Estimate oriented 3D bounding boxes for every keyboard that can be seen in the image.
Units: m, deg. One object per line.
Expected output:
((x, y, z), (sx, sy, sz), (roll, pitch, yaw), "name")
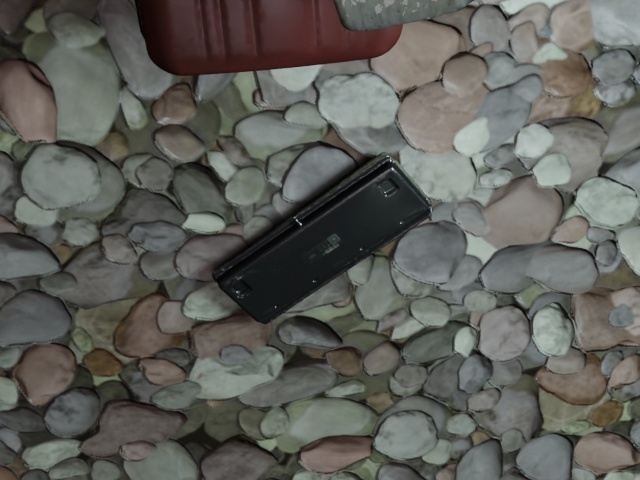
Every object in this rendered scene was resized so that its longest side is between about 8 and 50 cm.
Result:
((0.000, 0.000, 1.214), (0.230, 0.025, 0.094), (-34, 122, 16), "keyboard")

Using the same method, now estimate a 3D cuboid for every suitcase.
((-0.048, -0.288, 0.934), (0.236, 0.161, 0.297), (-5, 125, -2), "suitcase")

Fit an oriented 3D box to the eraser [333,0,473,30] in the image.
((0.129, -0.280, 0.908), (0.077, 0.352, 0.111), (12, 132, 35), "eraser")
